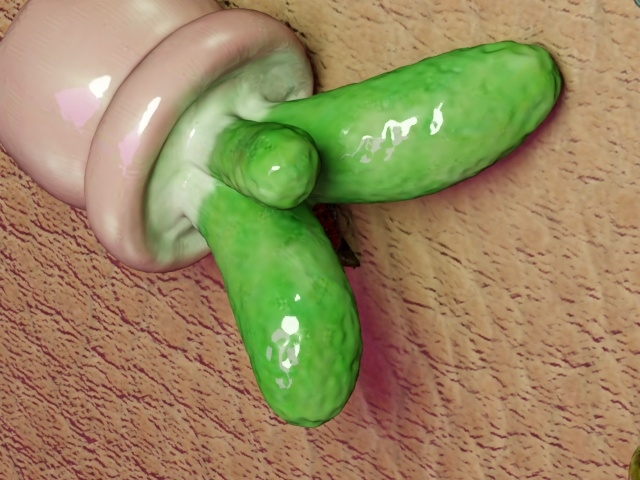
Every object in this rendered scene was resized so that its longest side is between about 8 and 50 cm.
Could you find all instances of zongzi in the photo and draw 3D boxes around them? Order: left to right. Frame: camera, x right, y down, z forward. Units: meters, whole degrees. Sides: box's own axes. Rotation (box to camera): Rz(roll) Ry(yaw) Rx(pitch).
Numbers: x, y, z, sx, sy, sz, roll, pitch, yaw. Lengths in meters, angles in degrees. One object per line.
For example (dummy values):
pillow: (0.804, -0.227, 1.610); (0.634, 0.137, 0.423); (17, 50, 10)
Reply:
zongzi: (0.000, 0.000, 1.475); (0.067, 0.073, 0.083); (-39, 49, 37)

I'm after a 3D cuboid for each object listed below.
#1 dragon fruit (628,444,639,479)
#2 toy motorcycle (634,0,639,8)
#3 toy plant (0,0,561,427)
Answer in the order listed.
dragon fruit: (0.339, 0.168, 1.208); (0.305, 0.226, 0.305); (21, 129, 29)
toy motorcycle: (0.225, -0.240, 1.181); (0.275, 0.125, 0.187); (6, 123, 30)
toy plant: (-0.053, -0.081, 1.369); (0.356, 0.210, 0.317); (32, 85, 31)
